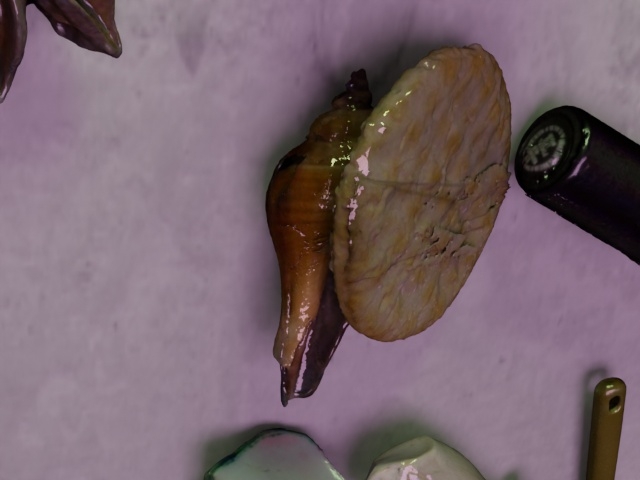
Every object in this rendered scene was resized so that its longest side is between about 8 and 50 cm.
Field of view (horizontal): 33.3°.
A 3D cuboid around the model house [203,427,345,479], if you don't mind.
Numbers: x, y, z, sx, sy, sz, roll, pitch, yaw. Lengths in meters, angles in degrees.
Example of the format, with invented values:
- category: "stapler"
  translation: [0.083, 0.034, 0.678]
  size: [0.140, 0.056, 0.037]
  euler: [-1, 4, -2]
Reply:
- category: "model house"
  translation: [-0.045, 0.217, 0.858]
  size: [0.100, 0.088, 0.100]
  euler: [-28, 155, -42]

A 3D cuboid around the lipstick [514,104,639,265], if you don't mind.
- category: "lipstick"
  translation: [0.275, -0.013, 0.847]
  size: [0.299, 0.081, 0.081]
  euler: [27, 105, -31]

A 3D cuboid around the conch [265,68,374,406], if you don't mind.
- category: "conch"
  translation: [0.000, -0.004, 0.750]
  size: [0.086, 0.080, 0.233]
  euler: [-10, 123, -26]

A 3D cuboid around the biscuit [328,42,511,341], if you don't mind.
- category: "biscuit"
  translation: [0.076, -0.030, 0.738]
  size: [0.220, 0.033, 0.220]
  euler: [-33, 133, -43]

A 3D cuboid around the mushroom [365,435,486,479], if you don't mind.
- category: "mushroom"
  translation: [0.111, 0.229, 0.913]
  size: [0.212, 0.088, 0.097]
  euler: [27, 72, -35]

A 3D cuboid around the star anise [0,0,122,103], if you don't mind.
- category: "star anise"
  translation: [-0.207, -0.180, 0.586]
  size: [0.197, 0.073, 0.212]
  euler: [-5, 115, -22]

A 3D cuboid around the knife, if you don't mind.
- category: "knife"
  translation: [0.248, 0.268, 1.016]
  size: [0.061, 0.027, 0.343]
  euler: [-14, 123, -15]
